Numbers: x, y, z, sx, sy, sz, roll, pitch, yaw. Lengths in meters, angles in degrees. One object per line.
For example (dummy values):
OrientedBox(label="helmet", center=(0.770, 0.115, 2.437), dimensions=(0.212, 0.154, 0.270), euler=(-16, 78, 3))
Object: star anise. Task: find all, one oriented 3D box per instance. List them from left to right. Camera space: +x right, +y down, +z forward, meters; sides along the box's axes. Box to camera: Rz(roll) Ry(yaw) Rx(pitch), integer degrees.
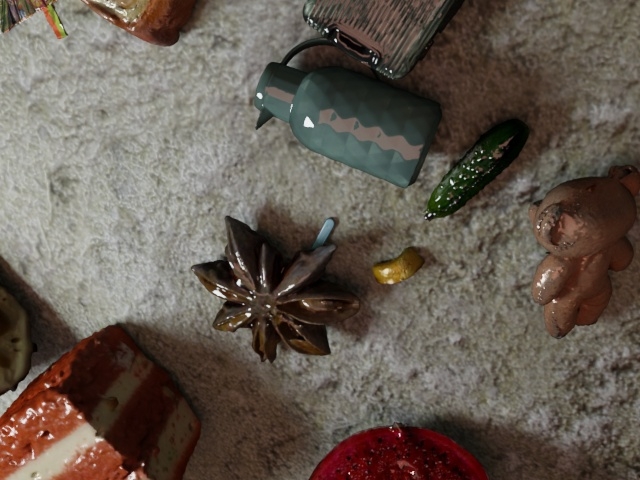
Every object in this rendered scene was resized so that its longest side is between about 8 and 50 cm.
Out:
OrientedBox(label="star anise", center=(-0.083, 0.085, 1.470), dimensions=(0.315, 0.108, 0.316), euler=(7, 113, 17))

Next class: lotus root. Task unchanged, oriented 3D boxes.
OrientedBox(label="lotus root", center=(-0.730, 0.224, 1.582), dimensions=(0.316, 0.316, 0.250), euler=(45, 131, -9))

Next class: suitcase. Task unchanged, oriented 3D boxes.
OrientedBox(label="suitcase", center=(0.124, -0.402, 1.197), dimensions=(0.202, 0.128, 0.312), euler=(32, 116, -3))

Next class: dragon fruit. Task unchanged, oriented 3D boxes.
OrientedBox(label="dragon fruit", center=(0.143, 0.538, 1.516), dimensions=(0.386, 0.371, 0.249), euler=(3, 149, 11))

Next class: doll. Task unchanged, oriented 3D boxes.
OrientedBox(label="doll", center=(0.399, 0.018, 1.336), dimensions=(0.201, 0.156, 0.303), euler=(-23, 135, -21))

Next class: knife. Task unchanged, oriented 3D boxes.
OrientedBox(label="knife", center=(0.000, 0.000, 1.468), dimensions=(0.027, 0.010, 0.096), euler=(30, 114, 3))

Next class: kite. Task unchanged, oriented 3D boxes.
OrientedBox(label="kite", center=(-0.470, -0.426, 1.385), dimensions=(0.241, 0.014, 0.183), euler=(-19, 109, 18))

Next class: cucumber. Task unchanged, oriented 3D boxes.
OrientedBox(label="cucumber", center=(0.246, -0.109, 1.337), dimensions=(0.069, 0.069, 0.227), euler=(40, 120, -6))

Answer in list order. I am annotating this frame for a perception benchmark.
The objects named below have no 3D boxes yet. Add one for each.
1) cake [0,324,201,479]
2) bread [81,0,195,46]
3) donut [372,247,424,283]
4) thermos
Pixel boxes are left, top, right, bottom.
OrientedBox(label="cake", center=(-0.419, 0.375, 1.583), dimensions=(0.270, 0.269, 0.319), euler=(-37, 103, 23))
OrientedBox(label="bread", center=(-0.276, -0.438, 1.276), dimensions=(0.190, 0.123, 0.244), euler=(28, 115, 1))
OrientedBox(label="donut", center=(0.130, 0.045, 1.448), dimensions=(0.083, 0.067, 0.038), euler=(-5, 124, 49))
OrientedBox(label="thermos", center=(0.043, -0.210, 1.300), dimensions=(0.286, 0.145, 0.182), euler=(23, 84, 3))
